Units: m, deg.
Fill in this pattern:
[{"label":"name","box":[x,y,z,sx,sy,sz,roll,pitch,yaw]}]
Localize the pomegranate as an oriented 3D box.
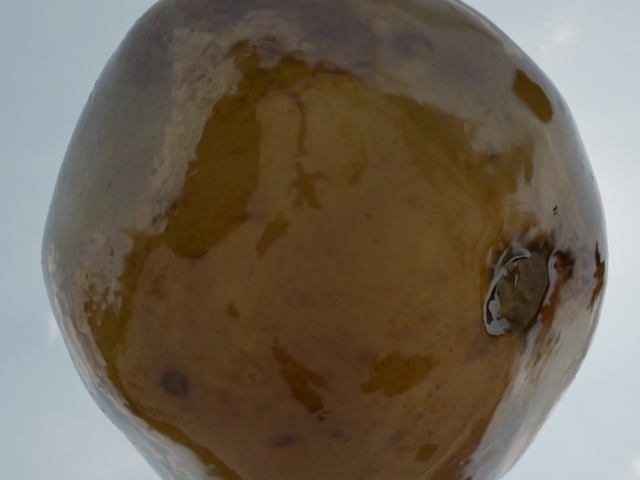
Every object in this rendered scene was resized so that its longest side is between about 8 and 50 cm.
[{"label":"pomegranate","box":[0.000,0.000,0.765,0.416,0.417,0.417,-1,-59,-2]}]
